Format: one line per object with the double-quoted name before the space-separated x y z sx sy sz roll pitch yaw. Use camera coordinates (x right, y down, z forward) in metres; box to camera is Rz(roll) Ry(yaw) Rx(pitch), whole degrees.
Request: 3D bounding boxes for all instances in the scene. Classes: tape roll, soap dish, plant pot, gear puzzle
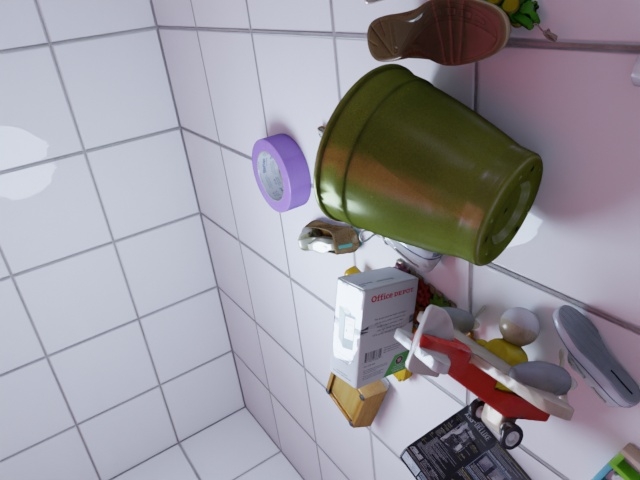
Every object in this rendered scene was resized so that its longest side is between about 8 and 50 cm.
"tape roll" -0.145 -0.243 1.924 0.275 0.090 0.275 41 143 40
"soap dish" 0.129 0.547 1.977 0.229 0.118 0.291 50 146 31
"plant pot" 0.237 -0.130 1.090 0.353 0.366 0.366 32 137 32
"gear puzzle" 0.304 0.208 1.493 0.339 0.044 0.175 43 143 39

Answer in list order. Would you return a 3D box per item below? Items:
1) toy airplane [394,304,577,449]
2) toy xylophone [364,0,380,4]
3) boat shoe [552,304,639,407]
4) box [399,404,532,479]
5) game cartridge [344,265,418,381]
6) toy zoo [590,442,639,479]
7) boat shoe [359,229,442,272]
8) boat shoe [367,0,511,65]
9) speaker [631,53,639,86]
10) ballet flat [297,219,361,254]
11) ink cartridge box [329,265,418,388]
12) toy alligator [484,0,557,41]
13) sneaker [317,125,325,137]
"toy airplane" 0.362 0.246 1.168 0.386 0.272 0.384 39 178 23
"toy xylophone" 0.194 -0.582 1.075 0.236 0.081 0.323 66 153 3
"boat shoe" 0.532 0.240 1.066 0.226 0.083 0.076 59 150 16
"box" 0.402 0.631 1.415 0.307 0.242 0.076 49 147 30
"game cartridge" 0.186 0.277 1.719 0.323 0.053 0.285 47 152 35
"toy zoo" 0.667 0.581 1.131 0.192 0.030 0.293 46 146 36
"boat shoe" 0.183 -0.042 1.457 0.367 0.136 0.156 40 146 26
"boat shoe" 0.240 -0.417 1.051 0.341 0.110 0.121 25 128 49
"speaker" 0.525 -0.240 0.760 0.136 0.055 0.055 32 136 49
"ballet flat" 0.000 0.000 1.802 0.342 0.124 0.116 13 121 58
"ink cartridge box" 0.150 0.233 1.482 0.121 0.211 0.289 23 114 48
"toy alligator" 0.358 -0.412 0.943 0.051 0.056 0.189 -52 54 13
"sneaker" 0.021 -0.320 1.641 0.083 0.032 0.037 54 164 34
